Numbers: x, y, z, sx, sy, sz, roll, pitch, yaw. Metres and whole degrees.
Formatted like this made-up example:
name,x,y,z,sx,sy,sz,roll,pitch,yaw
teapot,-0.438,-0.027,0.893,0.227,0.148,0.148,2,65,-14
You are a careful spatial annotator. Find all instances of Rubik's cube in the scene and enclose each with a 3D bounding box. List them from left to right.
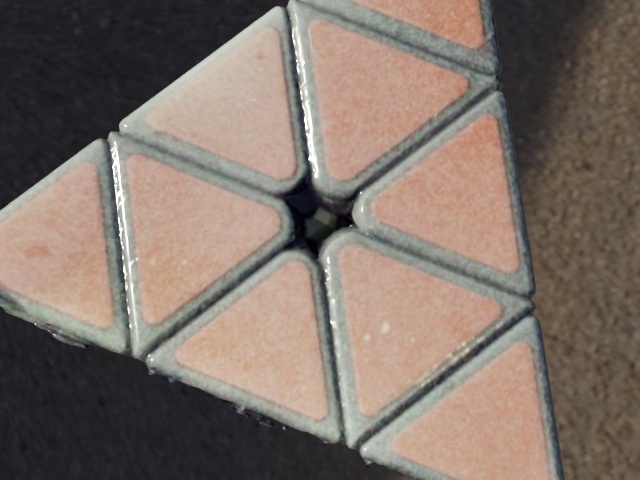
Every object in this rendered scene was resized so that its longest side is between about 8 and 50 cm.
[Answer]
name,x,y,z,sx,sy,sz,roll,pitch,yaw
Rubik's cube,0.001,0.001,0.758,0.229,0.228,0.233,56,40,-28
